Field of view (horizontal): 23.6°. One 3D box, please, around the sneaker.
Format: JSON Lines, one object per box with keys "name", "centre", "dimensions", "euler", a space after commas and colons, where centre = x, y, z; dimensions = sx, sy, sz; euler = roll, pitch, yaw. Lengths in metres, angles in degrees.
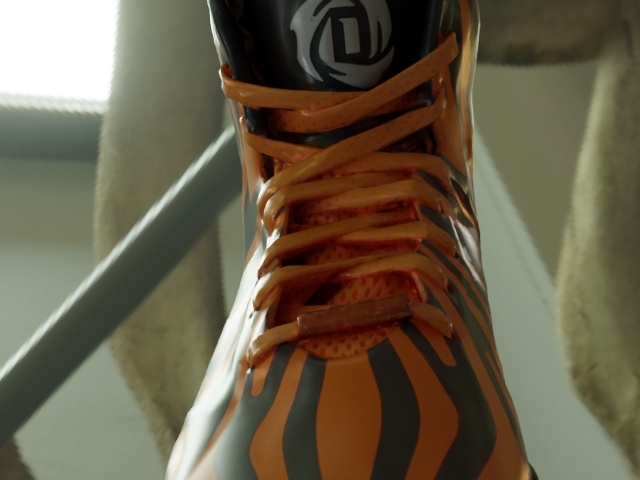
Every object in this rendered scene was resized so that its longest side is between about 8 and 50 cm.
{"name": "sneaker", "centre": [0.000, 0.000, 0.487], "dimensions": [0.124, 0.180, 0.321], "euler": [-5, -163, 0]}
